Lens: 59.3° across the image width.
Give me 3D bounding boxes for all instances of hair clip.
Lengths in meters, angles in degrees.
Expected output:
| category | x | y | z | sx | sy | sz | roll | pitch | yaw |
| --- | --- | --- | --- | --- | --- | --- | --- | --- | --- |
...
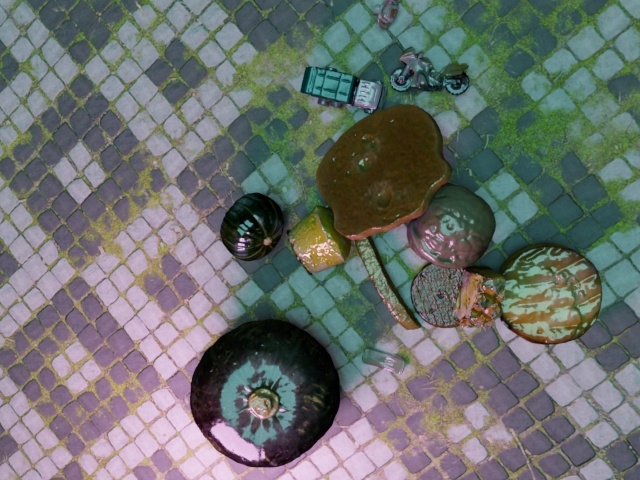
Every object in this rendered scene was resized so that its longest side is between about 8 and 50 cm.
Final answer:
| category | x | y | z | sx | sy | sz | roll | pitch | yaw |
| --- | --- | --- | --- | --- | --- | --- | --- | --- | --- |
| hair clip | 0.199 | 0.380 | 1.777 | 0.137 | 0.022 | 0.054 | 15 | 98 | 11 |

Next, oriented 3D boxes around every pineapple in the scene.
| category | x | y | z | sx | sy | sz | roll | pitch | yaw |
| --- | --- | --- | --- | --- | --- | --- | --- | --- | --- |
| pineapple | 0.456 | 0.152 | 1.601 | 0.115 | 0.186 | 0.236 | 5 | 136 | -9 |

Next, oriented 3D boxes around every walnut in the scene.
| category | x | y | z | sx | sy | sz | roll | pitch | yaw |
| --- | --- | --- | --- | --- | --- | --- | --- | --- | --- |
| walnut | 0.371 | -0.034 | 1.585 | 0.248 | 0.248 | 0.248 | 1 | 96 | 13 |

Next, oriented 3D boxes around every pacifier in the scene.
| category | x | y | z | sx | sy | sz | roll | pitch | yaw |
| --- | --- | --- | --- | --- | --- | --- | --- | --- | --- |
| pacifier | 0.185 | -0.676 | 1.650 | 0.078 | 0.081 | 0.099 | 34 | 103 | 36 |

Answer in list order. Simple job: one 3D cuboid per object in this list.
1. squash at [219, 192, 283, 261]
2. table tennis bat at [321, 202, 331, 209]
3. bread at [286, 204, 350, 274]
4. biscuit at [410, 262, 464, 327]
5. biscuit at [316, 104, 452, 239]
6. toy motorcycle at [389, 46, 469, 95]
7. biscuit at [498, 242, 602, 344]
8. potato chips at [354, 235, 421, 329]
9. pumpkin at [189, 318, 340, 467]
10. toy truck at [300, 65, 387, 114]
| category | x | y | z | sx | sy | sz | roll | pitch | yaw |
| --- | --- | --- | --- | --- | --- | --- | --- | --- | --- |
| squash | -0.210 | -0.042 | 1.734 | 0.218 | 0.218 | 0.172 | -47 | 52 | 13 |
| table tennis bat | 0.064 | -0.141 | 1.756 | 0.234 | 0.022 | 0.131 | -43 | 86 | 12 |
| bread | 0.002 | -0.003 | 1.695 | 0.170 | 0.197 | 0.197 | -31 | 88 | 20 |
| biscuit | 0.377 | 0.163 | 1.705 | 0.212 | 0.036 | 0.212 | 1 | 97 | 11 |
| biscuit | 0.176 | -0.199 | 1.597 | 0.385 | 0.062 | 0.365 | -29 | 60 | 18 |
| toy motorcycle | 0.317 | -0.490 | 1.624 | 0.229 | 0.094 | 0.129 | 6 | 95 | 7 |
| biscuit | 0.646 | 0.152 | 1.610 | 0.296 | 0.102 | 0.296 | 2 | 99 | 13 |
| potato chips | 0.186 | 0.106 | 1.726 | 0.057 | 0.080 | 0.407 | -29 | 88 | 25 |
| pumpkin | -0.167 | 0.461 | 1.707 | 0.455 | 0.344 | 0.454 | 0 | 88 | -1 |
| toy truck | 0.064 | -0.451 | 1.673 | 0.253 | 0.124 | 0.114 | 16 | 101 | 13 |
